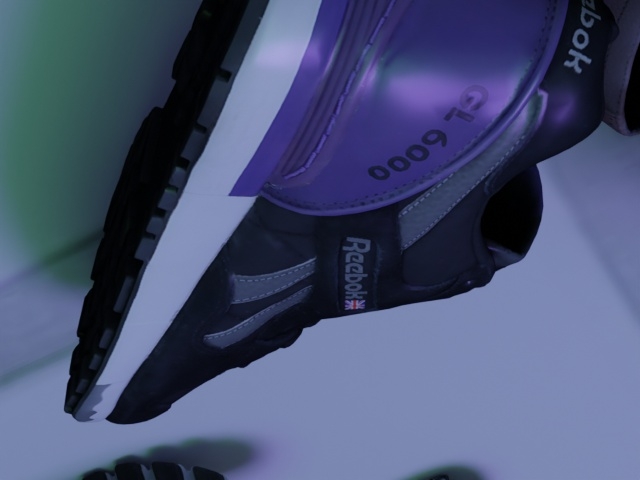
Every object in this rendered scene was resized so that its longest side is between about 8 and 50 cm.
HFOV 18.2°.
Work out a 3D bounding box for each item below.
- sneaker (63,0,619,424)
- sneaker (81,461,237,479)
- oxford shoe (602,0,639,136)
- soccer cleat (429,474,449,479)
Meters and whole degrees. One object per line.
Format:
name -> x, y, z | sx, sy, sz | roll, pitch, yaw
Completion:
sneaker -> 0.000, 0.000, 0.643 | 0.124, 0.107, 0.283 | 17, 150, -11
sneaker -> -0.097, 0.161, 0.878 | 0.208, 0.081, 0.094 | -19, 145, 18
oxford shoe -> 0.150, -0.138, 0.563 | 0.097, 0.098, 0.271 | -10, 151, -44
soccer cleat -> 0.012, 0.175, 0.911 | 0.179, 0.072, 0.060 | -35, 133, 24
